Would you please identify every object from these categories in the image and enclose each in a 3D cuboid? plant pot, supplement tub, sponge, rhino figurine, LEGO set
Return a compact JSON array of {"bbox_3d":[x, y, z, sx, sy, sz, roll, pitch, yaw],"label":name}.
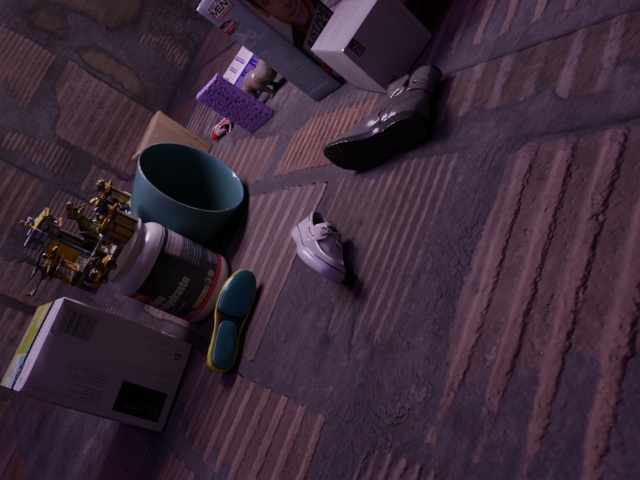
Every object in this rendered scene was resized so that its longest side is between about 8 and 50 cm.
[{"bbox_3d":[-0.393,-0.092,1.474,0.235,0.292,0.293,-57,27,32],"label":"plant pot"},{"bbox_3d":[-0.385,0.073,1.306,0.191,0.272,0.191,-37,36,34],"label":"supplement tub"},{"bbox_3d":[-0.263,-0.417,1.619,0.117,0.210,0.031,-29,43,43],"label":"sponge"},{"bbox_3d":[-0.186,-0.512,1.692,0.243,0.106,0.073,-38,36,33],"label":"rhino figurine"},{"bbox_3d":[-0.561,-0.033,1.196,0.255,0.192,0.331,-54,30,11],"label":"LEGO set"}]

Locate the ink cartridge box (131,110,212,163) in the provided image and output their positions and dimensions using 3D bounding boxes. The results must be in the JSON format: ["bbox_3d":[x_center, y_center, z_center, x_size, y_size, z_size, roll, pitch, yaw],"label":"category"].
[{"bbox_3d":[-0.544,-0.326,1.943,0.088,0.234,0.194,-18,49,48],"label":"ink cartridge box"}]

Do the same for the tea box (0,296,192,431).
[{"bbox_3d":[-0.553,0.308,1.296,0.323,0.328,0.220,-16,51,50],"label":"tea box"}]

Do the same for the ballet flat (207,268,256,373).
[{"bbox_3d":[-0.199,0.174,1.143,0.077,0.077,0.231,139,148,-59],"label":"ballet flat"}]

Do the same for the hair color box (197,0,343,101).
[{"bbox_3d":[-0.094,-0.539,1.304,0.113,0.374,0.186,-17,50,50],"label":"hair color box"}]

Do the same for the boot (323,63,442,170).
[{"bbox_3d":[0.123,-0.235,1.021,0.246,0.083,0.161,-15,45,44],"label":"boot"}]

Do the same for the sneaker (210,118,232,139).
[{"bbox_3d":[-0.365,-0.402,1.932,0.118,0.042,0.067,-42,31,25],"label":"sneaker"}]

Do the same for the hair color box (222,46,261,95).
[{"bbox_3d":[-0.234,-0.622,1.865,0.339,0.110,0.185,-53,31,9],"label":"hair color box"}]

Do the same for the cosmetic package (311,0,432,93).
[{"bbox_3d":[0.104,-0.423,1.125,0.152,0.151,0.183,-56,31,5],"label":"cosmetic package"}]

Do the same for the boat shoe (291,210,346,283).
[{"bbox_3d":[0.000,0.000,0.975,0.076,0.083,0.226,-56,29,9],"label":"boat shoe"}]

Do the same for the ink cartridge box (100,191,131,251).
[{"bbox_3d":[-0.589,-0.007,1.728,0.171,0.232,0.168,-49,31,19],"label":"ink cartridge box"}]
